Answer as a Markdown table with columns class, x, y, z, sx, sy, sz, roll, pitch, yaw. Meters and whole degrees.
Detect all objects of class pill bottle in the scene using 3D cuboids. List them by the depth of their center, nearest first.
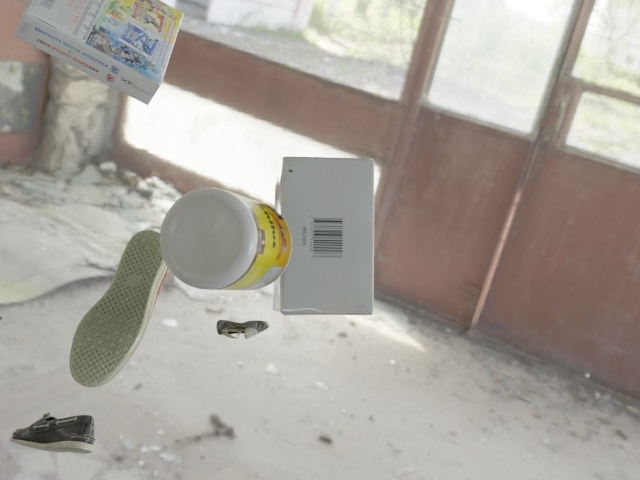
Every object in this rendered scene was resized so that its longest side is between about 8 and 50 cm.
| class | x | y | z | sx | sy | sz | roll | pitch | yaw |
| --- | --- | --- | --- | --- | --- | --- | --- | --- | --- |
| pill bottle | -0.105 | 0.003 | 1.040 | 0.117 | 0.117 | 0.215 | 19 | 1 | 13 |

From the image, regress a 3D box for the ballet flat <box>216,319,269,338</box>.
| class | x | y | z | sx | sy | sz | roll | pitch | yaw |
| --- | --- | --- | --- | --- | --- | --- | --- | --- | --- |
| ballet flat | -0.168 | 0.193 | 1.798 | 0.114 | 0.041 | 0.041 | 1 | 16 | 6 |

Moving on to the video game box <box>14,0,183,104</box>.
| class | x | y | z | sx | sy | sz | roll | pitch | yaw |
| --- | --- | --- | --- | --- | --- | --- | --- | --- | --- |
| video game box | -0.290 | -0.293 | 1.134 | 0.187 | 0.048 | 0.205 | 25 | 38 | -19 |

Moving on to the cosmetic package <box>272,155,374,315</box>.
| class | x | y | z | sx | sy | sz | roll | pitch | yaw |
| --- | --- | --- | --- | --- | --- | --- | --- | --- | --- |
| cosmetic package | 0.000 | 0.000 | 1.279 | 0.138 | 0.224 | 0.225 | 1 | -3 | -7 |

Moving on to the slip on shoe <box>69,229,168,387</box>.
| class | x | y | z | sx | sy | sz | roll | pitch | yaw |
| --- | --- | --- | --- | --- | --- | --- | --- | --- | --- |
| slip on shoe | -0.378 | 0.137 | 1.629 | 0.123 | 0.101 | 0.331 | 17 | 61 | 5 |

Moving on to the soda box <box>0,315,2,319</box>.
| class | x | y | z | sx | sy | sz | roll | pitch | yaw |
| --- | --- | --- | --- | --- | --- | --- | --- | --- | --- |
| soda box | -0.673 | 0.117 | 1.535 | 0.169 | 0.060 | 0.053 | 29 | -21 | 7 |

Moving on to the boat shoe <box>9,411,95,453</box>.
| class | x | y | z | sx | sy | sz | roll | pitch | yaw |
| --- | --- | --- | --- | --- | --- | --- | --- | --- | --- |
| boat shoe | -0.469 | 0.338 | 1.484 | 0.206 | 0.064 | 0.075 | -8 | -26 | 37 |
